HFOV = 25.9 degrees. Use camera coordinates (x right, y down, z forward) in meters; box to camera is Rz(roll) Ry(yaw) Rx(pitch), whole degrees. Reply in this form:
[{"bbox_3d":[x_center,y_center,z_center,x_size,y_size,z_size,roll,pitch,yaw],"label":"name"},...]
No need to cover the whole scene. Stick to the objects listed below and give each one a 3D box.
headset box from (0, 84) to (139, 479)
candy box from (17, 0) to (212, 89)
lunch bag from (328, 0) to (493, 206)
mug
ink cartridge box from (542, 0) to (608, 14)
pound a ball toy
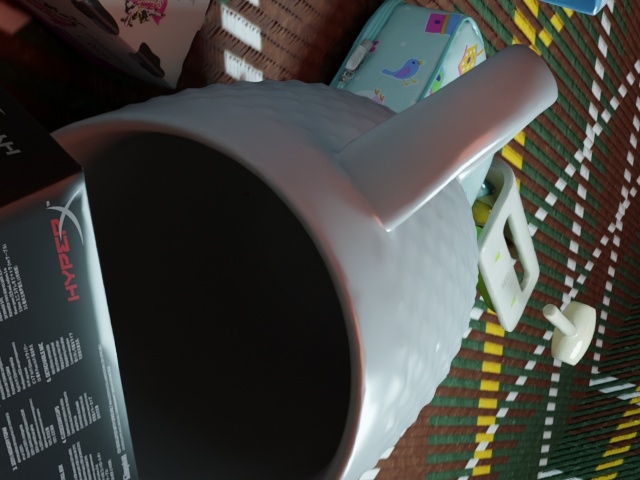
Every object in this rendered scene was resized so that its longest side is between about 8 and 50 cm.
[{"bbox_3d":[-0.240,0.081,0.609,0.293,0.110,0.218,-28,138,-25],"label":"headset box"},{"bbox_3d":[-0.101,-0.230,0.840,0.233,0.071,0.159,-68,158,-9],"label":"candy box"},{"bbox_3d":[0.073,-0.081,1.333,0.224,0.108,0.279,-58,154,-23],"label":"lunch bag"},{"bbox_3d":[0.000,0.000,0.918,0.374,0.276,0.328,-39,175,28],"label":"mug"},{"bbox_3d":[0.129,-0.325,1.041,0.197,0.270,0.198,-45,147,-45],"label":"ink cartridge box"},{"bbox_3d":[0.215,0.011,1.611,0.135,0.208,0.319,-65,157,-15],"label":"pound a ball toy"}]
